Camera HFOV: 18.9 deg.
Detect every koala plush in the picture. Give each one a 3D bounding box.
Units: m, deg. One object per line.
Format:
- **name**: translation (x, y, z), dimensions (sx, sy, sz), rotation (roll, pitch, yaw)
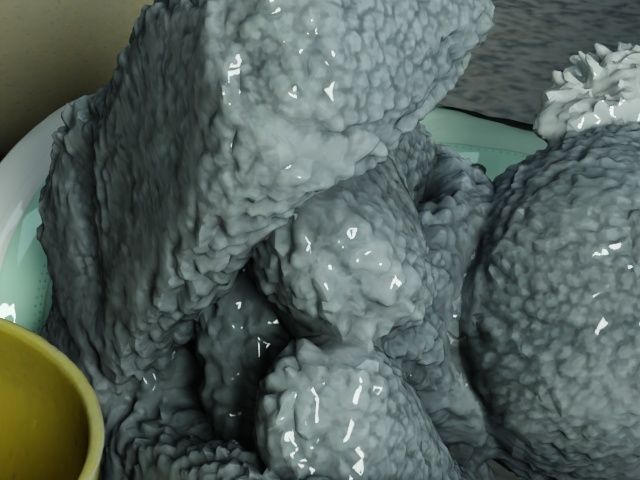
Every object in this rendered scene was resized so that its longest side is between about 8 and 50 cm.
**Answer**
- **koala plush**: translation (0.050, 0.022, 0.529), dimensions (0.221, 0.196, 0.203), rotation (-9, -6, -27)

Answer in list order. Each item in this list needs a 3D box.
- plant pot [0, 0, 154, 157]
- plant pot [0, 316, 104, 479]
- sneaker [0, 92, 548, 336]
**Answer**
- **plant pot**: translation (-0.086, -0.137, 0.786), dimensions (0.274, 0.256, 0.256), rotation (10, 24, -24)
- **plant pot**: translation (-0.121, 0.086, 0.473), dimensions (0.134, 0.095, 0.134), rotation (3, 29, -2)
- **sneaker**: translation (0.000, -0.001, 0.646), dimensions (0.151, 0.094, 0.256), rotation (15, 27, 32)
